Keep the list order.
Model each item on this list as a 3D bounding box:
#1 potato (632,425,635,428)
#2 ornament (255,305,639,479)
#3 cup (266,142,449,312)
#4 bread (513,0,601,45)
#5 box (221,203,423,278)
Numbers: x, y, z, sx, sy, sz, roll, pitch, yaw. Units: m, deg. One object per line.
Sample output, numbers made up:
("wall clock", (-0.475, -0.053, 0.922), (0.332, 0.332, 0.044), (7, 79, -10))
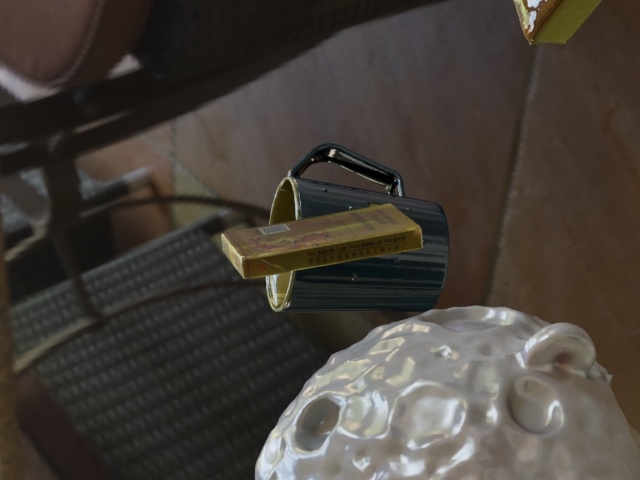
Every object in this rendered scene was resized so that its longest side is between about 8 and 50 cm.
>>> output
("potato", (0.264, 0.243, 1.930), (0.242, 0.285, 0.242), (60, -169, -19))
("ornament", (0.101, 0.218, 1.048), (0.337, 0.337, 0.337), (33, 135, 40))
("cup", (0.035, -0.009, 1.383), (0.131, 0.155, 0.176), (124, 150, -62))
("bread", (0.330, -0.384, 1.669), (0.361, 0.077, 0.138), (126, 139, -57))
("box", (0.000, 0.000, 1.207), (0.089, 0.156, 0.022), (-142, 43, -69))
